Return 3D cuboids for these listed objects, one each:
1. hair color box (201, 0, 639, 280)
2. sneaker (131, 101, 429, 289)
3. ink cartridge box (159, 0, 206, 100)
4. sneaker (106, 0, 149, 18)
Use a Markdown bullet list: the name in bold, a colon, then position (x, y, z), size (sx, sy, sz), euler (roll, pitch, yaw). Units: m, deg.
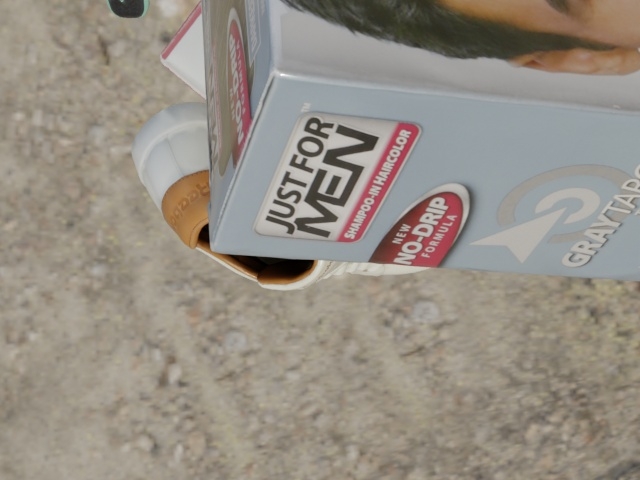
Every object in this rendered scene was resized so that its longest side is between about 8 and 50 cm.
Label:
- **hair color box**: position (0.142, -0.088, 0.528), size (0.113, 0.375, 0.185), euler (116, 153, -54)
- **sneaker**: position (0.000, 0.000, 0.907), size (0.106, 0.290, 0.123), euler (-51, 45, 28)
- **ink cartridge box**: position (-0.020, -0.272, 1.443), size (0.160, 0.384, 0.279), euler (37, 98, -5)
- **sneaker**: position (-0.130, -0.208, 0.856), size (0.098, 0.038, 0.069), euler (97, 179, -48)
